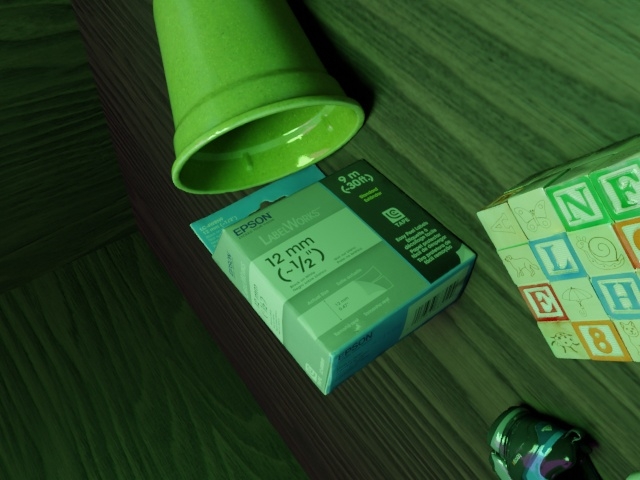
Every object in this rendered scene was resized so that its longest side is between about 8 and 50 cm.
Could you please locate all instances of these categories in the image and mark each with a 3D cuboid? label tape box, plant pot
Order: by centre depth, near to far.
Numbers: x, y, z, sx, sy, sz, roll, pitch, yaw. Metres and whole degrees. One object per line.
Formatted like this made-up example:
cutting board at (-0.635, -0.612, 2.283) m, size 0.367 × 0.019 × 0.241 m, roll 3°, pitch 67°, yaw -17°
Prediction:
plant pot at (-0.110, -0.236, 0.735) m, size 0.254 × 0.275 × 0.276 m, roll 70°, pitch 156°, yaw 8°
label tape box at (0.000, 0.000, 0.742) m, size 0.348 × 0.249 × 0.115 m, roll 46°, pitch 152°, yaw 27°

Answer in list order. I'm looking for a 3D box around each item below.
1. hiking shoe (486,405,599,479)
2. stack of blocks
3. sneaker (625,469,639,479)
hiking shoe at (0.323, 0.376, 0.696) m, size 0.132 × 0.113 × 0.304 m, roll -2°, pitch 114°, yaw 63°
stack of blocks at (0.285, 0.000, 0.404) m, size 0.171 × 0.087 × 0.297 m, roll 61°, pitch 154°, yaw -3°
sneaker at (0.424, 0.358, 0.506) m, size 0.256 × 0.094 × 0.151 m, roll 60°, pitch 161°, yaw 7°
